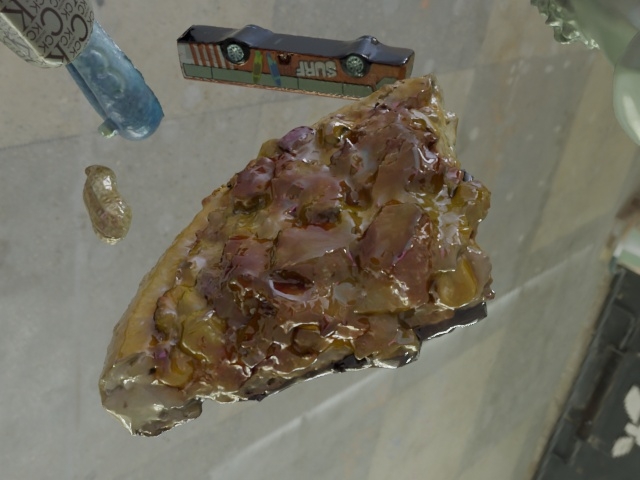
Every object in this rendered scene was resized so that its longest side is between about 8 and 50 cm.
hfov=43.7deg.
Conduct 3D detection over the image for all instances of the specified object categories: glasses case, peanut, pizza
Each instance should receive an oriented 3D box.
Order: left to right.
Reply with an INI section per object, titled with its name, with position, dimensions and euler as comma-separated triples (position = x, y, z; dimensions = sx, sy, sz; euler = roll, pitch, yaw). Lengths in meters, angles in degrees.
[glasses case]
position = -0.421, -0.364, 0.987
dimensions = 0.355, 0.085, 0.137
euler = 49, 52, -41
[peanut]
position = -0.393, -0.069, 1.470
dimensions = 0.080, 0.174, 0.080
euler = -18, 151, -10
[pizza]
position = 0.000, 0.000, 0.628
dimensions = 0.409, 0.277, 0.114
euler = -43, 130, -20

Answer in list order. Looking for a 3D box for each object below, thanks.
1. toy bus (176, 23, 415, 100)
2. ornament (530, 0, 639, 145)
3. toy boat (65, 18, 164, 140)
[toy bus]
position = -0.045, -0.308, 1.366
dimensions = 0.093, 0.408, 0.092
euler = -60, 156, -51
[ornament]
position = 0.226, -0.150, 0.545
dimensions = 0.130, 0.285, 0.120
euler = -32, 129, 25
[toy boat]
position = -0.438, -0.318, 1.503
dimensions = 0.123, 0.215, 0.330
euler = -41, 99, -15
